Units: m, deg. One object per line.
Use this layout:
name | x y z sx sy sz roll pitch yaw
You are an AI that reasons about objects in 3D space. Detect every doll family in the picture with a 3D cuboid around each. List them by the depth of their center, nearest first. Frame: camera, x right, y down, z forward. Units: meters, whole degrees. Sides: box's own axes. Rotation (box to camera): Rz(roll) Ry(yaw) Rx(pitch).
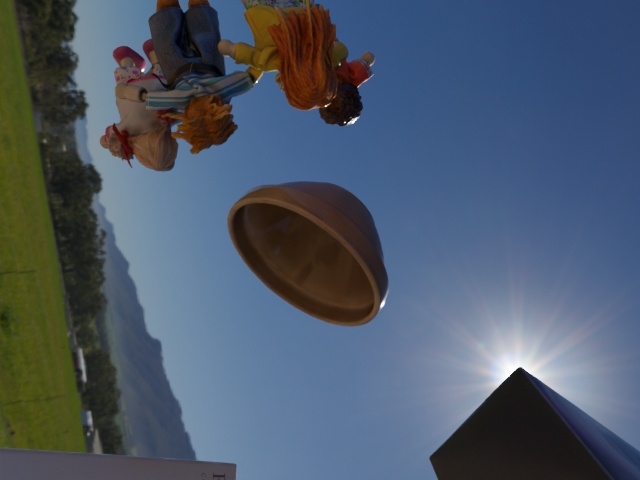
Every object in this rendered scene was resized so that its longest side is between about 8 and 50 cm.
doll family | -0.076 -0.149 0.444 0.118 0.262 0.163 83 -10 -61

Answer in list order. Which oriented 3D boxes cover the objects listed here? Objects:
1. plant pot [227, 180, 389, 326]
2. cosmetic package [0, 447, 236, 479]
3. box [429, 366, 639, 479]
plant pot | 0.000 0.000 0.714 0.237 0.110 0.237 27 -32 19
cosmetic package | -0.284 0.325 0.503 0.156 0.384 0.217 -44 -138 44
box | 0.315 0.339 0.556 0.183 0.294 0.296 -52 -162 12
